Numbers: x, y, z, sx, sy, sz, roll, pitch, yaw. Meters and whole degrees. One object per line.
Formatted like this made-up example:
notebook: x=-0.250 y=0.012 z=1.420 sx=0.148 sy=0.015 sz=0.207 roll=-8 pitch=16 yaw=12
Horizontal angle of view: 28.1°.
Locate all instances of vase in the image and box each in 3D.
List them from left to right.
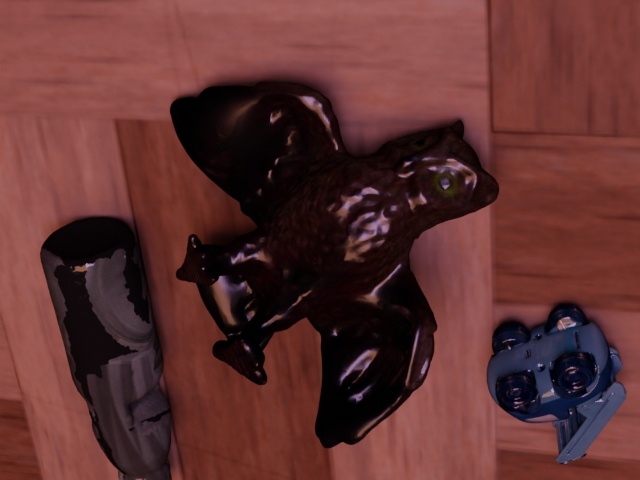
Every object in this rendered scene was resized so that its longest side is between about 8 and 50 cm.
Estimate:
vase: x=-0.128 y=0.089 z=0.819 sx=0.060 sy=0.060 sz=0.211 roll=2 pitch=120 yaw=17

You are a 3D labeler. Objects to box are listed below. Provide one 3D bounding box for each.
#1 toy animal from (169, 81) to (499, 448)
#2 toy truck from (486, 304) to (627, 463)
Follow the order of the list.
toy animal: x=0.007 y=-0.004 z=0.716 sx=0.179 sy=0.116 sz=0.218 roll=-27 pitch=82 yaw=2
toy truck: x=0.141 y=0.088 z=0.742 sx=0.073 sy=0.056 sz=0.090 roll=-20 pitch=126 yaw=20
